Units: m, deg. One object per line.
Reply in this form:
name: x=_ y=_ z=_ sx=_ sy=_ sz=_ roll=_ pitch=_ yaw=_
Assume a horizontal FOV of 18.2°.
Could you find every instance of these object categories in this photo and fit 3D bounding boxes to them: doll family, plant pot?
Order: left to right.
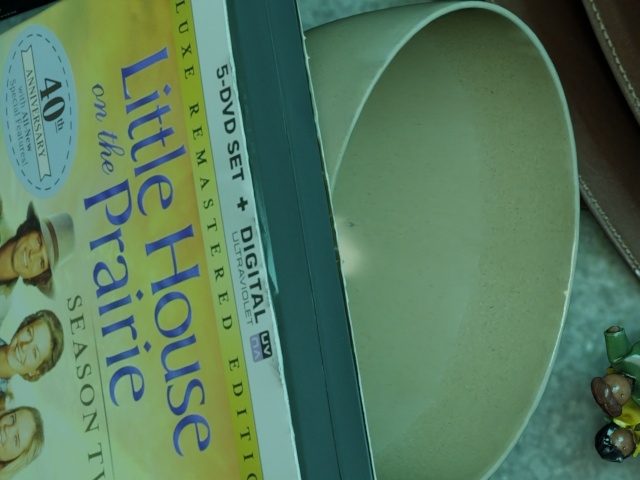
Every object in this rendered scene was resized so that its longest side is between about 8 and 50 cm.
plant pot: x=0.000 y=0.000 z=1.148 sx=0.191 sy=0.284 sz=0.284 roll=8 pitch=87 yaw=33
doll family: x=0.228 y=0.130 z=1.224 sx=0.111 sy=0.076 sz=0.193 roll=-35 pitch=92 yaw=-7

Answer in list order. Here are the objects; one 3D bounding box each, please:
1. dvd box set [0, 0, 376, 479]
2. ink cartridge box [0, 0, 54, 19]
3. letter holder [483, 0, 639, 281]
dvd box set: x=-0.166 y=0.049 z=1.068 sx=0.420 sy=0.062 sz=0.308 roll=-21 pitch=71 yaw=37
ink cartridge box: x=-0.233 y=-0.158 z=1.075 sx=0.175 sy=0.371 sz=0.069 roll=-19 pitch=88 yaw=-1
letter holder: x=0.231 y=-0.114 z=1.153 sx=0.214 sy=0.152 sz=0.302 roll=-29 pitch=106 yaw=0
